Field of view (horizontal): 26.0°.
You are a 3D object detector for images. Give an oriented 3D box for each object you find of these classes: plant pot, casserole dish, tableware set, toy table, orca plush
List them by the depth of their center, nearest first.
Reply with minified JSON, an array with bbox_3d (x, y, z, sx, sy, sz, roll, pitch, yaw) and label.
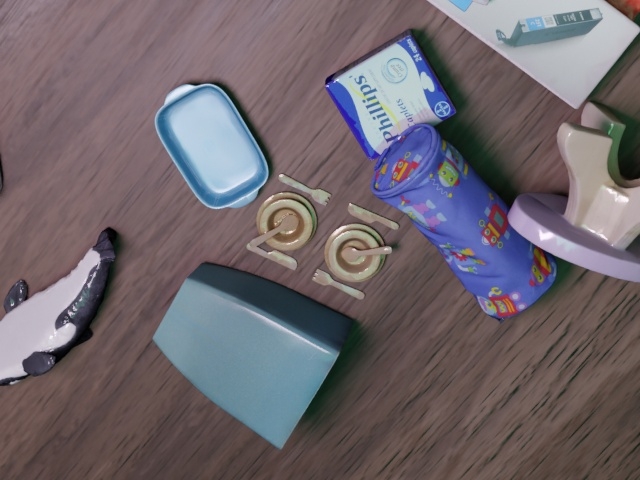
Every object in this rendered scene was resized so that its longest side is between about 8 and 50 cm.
[{"bbox_3d":[0.394,-0.060,1.839,0.274,0.252,0.161,4,120,-39],"label":"toy table"},{"bbox_3d":[-0.149,-0.133,1.924,0.114,0.037,0.188,-29,105,9],"label":"casserole dish"},{"bbox_3d":[-0.101,0.141,1.943,0.234,0.165,0.166,31,105,1],"label":"plant pot"},{"bbox_3d":[0.000,0.000,1.957,0.194,0.039,0.128,24,106,-6],"label":"tableware set"},{"bbox_3d":[-0.369,0.107,1.994,0.151,0.102,0.287,37,96,37],"label":"orca plush"}]

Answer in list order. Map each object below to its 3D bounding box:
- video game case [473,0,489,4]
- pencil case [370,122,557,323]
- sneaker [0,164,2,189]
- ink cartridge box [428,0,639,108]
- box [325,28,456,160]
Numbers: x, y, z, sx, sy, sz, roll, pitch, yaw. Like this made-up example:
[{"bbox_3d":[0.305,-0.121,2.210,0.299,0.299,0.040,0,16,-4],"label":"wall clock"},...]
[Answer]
[{"bbox_3d":[0.171,-0.466,1.752,0.204,0.025,0.285,20,109,-4],"label":"video game case"},{"bbox_3d":[0.192,-0.022,1.873,0.306,0.133,0.119,45,63,-29],"label":"pencil case"},{"bbox_3d":[-0.519,-0.159,1.901,0.132,0.086,0.229,-2,107,4],"label":"sneaker"},{"bbox_3d":[0.301,-0.364,1.829,0.296,0.066,0.261,34,105,-9],"label":"ink cartridge box"},{"bbox_3d":[0.094,-0.196,1.880,0.137,0.072,0.126,-30,103,10],"label":"box"}]
